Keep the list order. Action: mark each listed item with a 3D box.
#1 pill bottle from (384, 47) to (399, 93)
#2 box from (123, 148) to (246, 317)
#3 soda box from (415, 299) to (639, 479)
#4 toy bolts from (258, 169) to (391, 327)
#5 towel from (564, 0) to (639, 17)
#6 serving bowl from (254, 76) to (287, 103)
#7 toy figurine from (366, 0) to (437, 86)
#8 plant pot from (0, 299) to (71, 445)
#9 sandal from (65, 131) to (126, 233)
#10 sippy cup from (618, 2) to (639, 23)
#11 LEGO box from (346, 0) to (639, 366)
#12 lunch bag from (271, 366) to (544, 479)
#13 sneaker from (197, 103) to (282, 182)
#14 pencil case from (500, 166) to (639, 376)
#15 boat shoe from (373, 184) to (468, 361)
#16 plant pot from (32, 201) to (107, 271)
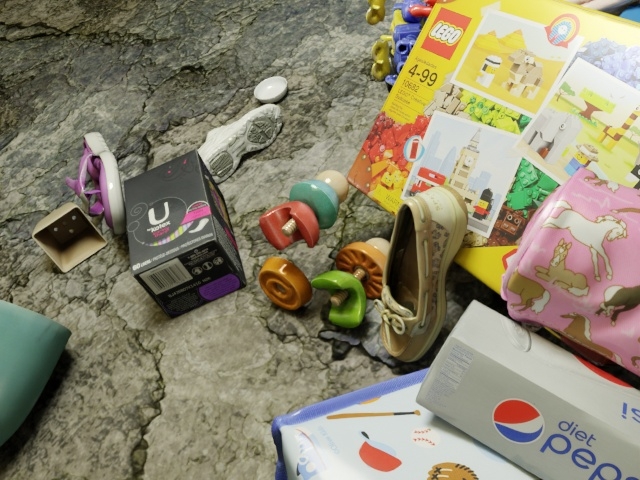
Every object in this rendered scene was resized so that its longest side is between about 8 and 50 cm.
[{"bbox_3d":[0.236,-0.387,1.339,0.219,0.123,0.123,-17,47,8],"label":"pill bottle"},{"bbox_3d":[-0.261,-0.019,1.209,0.165,0.143,0.270,-24,46,1],"label":"box"},{"bbox_3d":[0.246,0.177,0.619,0.286,0.091,0.098,29,27,17],"label":"soda box"},{"bbox_3d":[0.000,0.000,1.051,0.218,0.229,0.158,2,37,42],"label":"toy bolts"},{"bbox_3d":[0.574,-0.421,1.089,0.331,0.054,0.317,-13,3,-40],"label":"towel"},{"bbox_3d":[-0.115,-0.353,1.517,0.083,0.027,0.083,-11,47,13],"label":"serving bowl"},{"bbox_3d":[0.199,-0.353,1.210,0.191,0.363,0.217,-3,35,10],"label":"toy figurine"},{"bbox_3d":[-0.601,0.221,1.054,0.292,0.293,0.235,4,67,25],"label":"plant pot"},{"bbox_3d":[-0.483,-0.116,1.352,0.102,0.170,0.416,-13,25,-20],"label":"sandal"},{"bbox_3d":[0.550,-0.255,1.028,0.240,0.224,0.306,-14,48,11],"label":"sippy cup"},{"bbox_3d":[0.324,-0.119,0.905,0.500,0.193,0.373,41,110,41],"label":"LEGO box"},{"bbox_3d":[0.182,0.307,0.677,0.385,0.239,0.328,-15,40,-25],"label":"lunch bag"},{"bbox_3d":[-0.190,-0.233,1.405,0.232,0.090,0.115,-39,44,-14],"label":"sneaker"},{"bbox_3d":[0.374,0.082,0.612,0.386,0.167,0.160,29,57,17],"label":"pencil case"},{"bbox_3d":[0.122,0.056,0.900,0.089,0.285,0.104,-13,34,-34],"label":"boat shoe"},{"bbox_3d":[-0.537,-0.019,1.355,0.109,0.109,0.096,-36,35,-11],"label":"plant pot"}]
